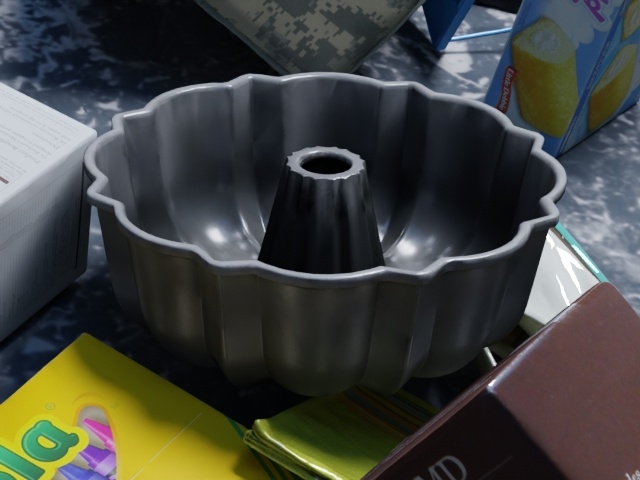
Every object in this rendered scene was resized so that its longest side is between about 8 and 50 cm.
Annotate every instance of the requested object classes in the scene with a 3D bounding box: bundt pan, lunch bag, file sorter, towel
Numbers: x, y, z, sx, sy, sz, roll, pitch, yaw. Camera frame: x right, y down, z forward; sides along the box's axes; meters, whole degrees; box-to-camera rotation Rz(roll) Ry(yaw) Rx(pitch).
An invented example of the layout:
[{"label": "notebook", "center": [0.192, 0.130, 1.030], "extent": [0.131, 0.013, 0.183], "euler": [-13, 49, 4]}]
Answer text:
[{"label": "bundt pan", "center": [0.000, 0.000, 1.205], "extent": [0.330, 0.124, 0.331], "euler": [3, 27, -1]}, {"label": "lunch bag", "center": [-0.058, -0.318, 1.509], "extent": [0.305, 0.212, 0.256], "euler": [37, 13, -31]}, {"label": "file sorter", "center": [0.144, -0.281, 1.593], "extent": [0.104, 0.118, 0.170], "euler": [-11, 75, -13]}, {"label": "towel", "center": [0.034, 0.129, 1.150], "extent": [0.102, 0.021, 0.237], "euler": [27, 12, 15]}]

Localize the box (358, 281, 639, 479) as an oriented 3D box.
[{"label": "box", "center": [0.193, 0.234, 0.939], "extent": [0.381, 0.191, 0.143], "euler": [50, 45, 7]}]

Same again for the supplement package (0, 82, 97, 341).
[{"label": "supplement package", "center": [-0.281, 0.005, 1.186], "extent": [0.134, 0.139, 0.244], "euler": [27, 41, 19]}]

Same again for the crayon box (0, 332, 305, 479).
[{"label": "crayon box", "center": [-0.121, 0.250, 0.983], "extent": [0.313, 0.106, 0.363], "euler": [29, 41, 16]}]

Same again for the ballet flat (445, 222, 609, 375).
[{"label": "ballet flat", "center": [0.215, 0.126, 1.235], "extent": [0.139, 0.139, 0.400], "euler": [-17, 46, -32]}]

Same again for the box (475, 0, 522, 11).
[{"label": "box", "center": [0.193, -0.345, 1.784], "extent": [0.293, 0.073, 0.295], "euler": [11, 41, -4]}]

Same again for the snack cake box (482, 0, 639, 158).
[{"label": "snack cake box", "center": [0.251, -0.217, 1.508], "extent": [0.089, 0.264, 0.152], "euler": [38, 46, 22]}]
